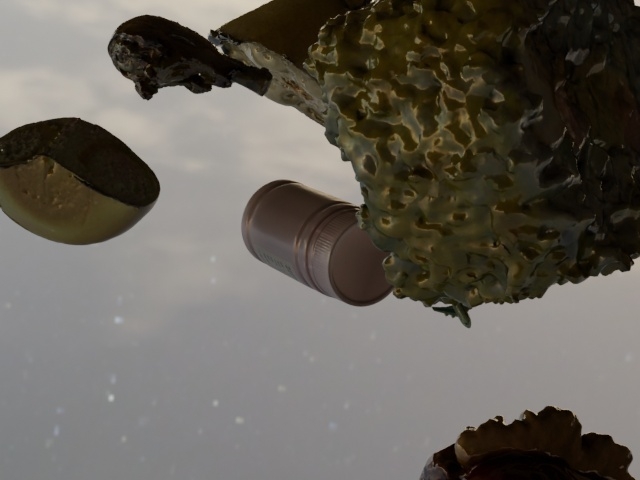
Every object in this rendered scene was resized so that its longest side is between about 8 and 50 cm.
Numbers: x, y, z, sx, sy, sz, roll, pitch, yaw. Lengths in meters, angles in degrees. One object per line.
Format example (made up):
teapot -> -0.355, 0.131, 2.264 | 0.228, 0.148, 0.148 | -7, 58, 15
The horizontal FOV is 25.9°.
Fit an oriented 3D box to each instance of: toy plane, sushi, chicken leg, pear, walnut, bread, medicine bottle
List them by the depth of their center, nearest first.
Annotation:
sushi -> 0.182, -0.130, 1.345 | 0.240, 0.351, 0.396 | -9, -167, 36
chicken leg -> -0.141, -0.185, 1.492 | 0.178, 0.093, 0.070 | 13, 169, -15
walnut -> 0.252, 0.311, 1.577 | 0.269, 0.243, 0.222 | 14, 171, -23
pear -> 0.004, -0.256, 1.848 | 0.267, 0.178, 0.267 | 35, 170, 7
medicine bottle -> 0.000, 0.000, 1.926 | 0.133, 0.133, 0.250 | -5, -165, -29
bread -> -0.381, -0.083, 2.060 | 0.261, 0.156, 0.158 | 31, -148, -7
toy plane -> 0.221, 0.103, 2.232 | 0.080, 0.083, 0.033 | -26, -174, 1

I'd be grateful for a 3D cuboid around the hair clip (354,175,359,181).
hair clip -> 0.210, -0.137, 2.593 | 0.392, 0.238, 0.318 | -28, -125, -18
